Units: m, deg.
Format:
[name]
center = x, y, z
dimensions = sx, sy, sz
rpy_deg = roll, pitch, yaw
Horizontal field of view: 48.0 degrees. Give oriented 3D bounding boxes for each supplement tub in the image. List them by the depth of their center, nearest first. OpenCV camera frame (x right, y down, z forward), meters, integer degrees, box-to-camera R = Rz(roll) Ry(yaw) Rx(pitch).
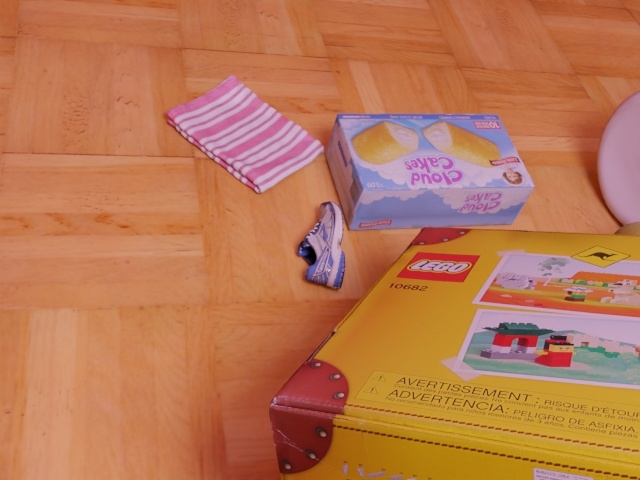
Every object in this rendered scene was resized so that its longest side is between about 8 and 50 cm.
[supplement tub]
center = 0.625, -0.131, 1.107
dimensions = 0.324, 0.235, 0.235
rpy_deg = -10, 54, -23

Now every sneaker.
[sneaker]
center = 0.000, 0.000, 0.941
dimensions = 0.058, 0.052, 0.135
rpy_deg = 4, 50, -8

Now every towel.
[towel]
center = -0.109, -0.159, 1.056
dimensions = 0.197, 0.029, 0.144
rpy_deg = 38, 52, 16

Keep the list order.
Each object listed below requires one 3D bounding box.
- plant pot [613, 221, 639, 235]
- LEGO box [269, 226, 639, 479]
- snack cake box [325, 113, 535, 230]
[plant pot]
center = 0.462, 0.050, 0.991
dimensions = 0.134, 0.134, 0.095
rpy_deg = 24, 65, 4
[LEGO box]
center = 0.267, 0.145, 0.593
dimensions = 0.500, 0.193, 0.372
rpy_deg = 3, 23, 27
[snack cake box]
center = 0.155, -0.102, 1.045
dimensions = 0.264, 0.089, 0.152
rpy_deg = -3, 51, -18
